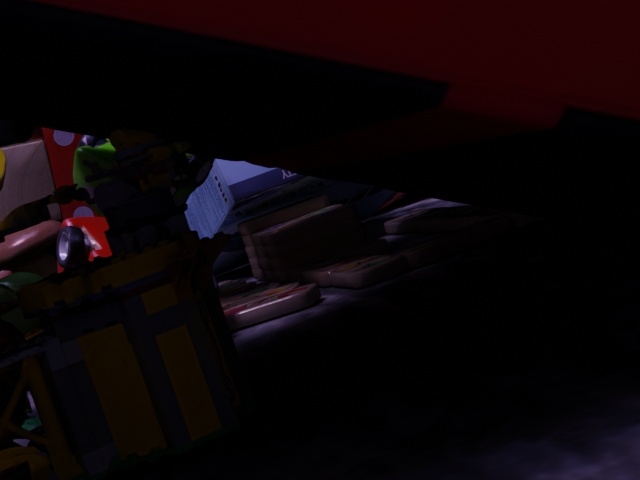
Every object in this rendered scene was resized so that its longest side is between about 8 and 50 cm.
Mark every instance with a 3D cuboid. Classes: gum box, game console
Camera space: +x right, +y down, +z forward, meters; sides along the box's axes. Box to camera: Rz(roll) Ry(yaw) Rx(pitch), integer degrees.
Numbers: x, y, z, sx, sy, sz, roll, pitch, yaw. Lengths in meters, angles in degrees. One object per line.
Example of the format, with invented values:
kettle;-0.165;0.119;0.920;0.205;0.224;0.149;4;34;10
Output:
gum box;-0.015;-0.036;1.069;0.157;0.041;0.184;-20;-11;-20
game console;0.002;-0.059;0.532;0.342;0.060;0.386;9;0;-11

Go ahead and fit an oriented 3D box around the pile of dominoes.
pile of dominoes;0.000;0.000;0.881;0.196;0.040;0.251;-20;4;-14

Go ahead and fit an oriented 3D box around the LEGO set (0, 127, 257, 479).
LEGO set;-0.192;0.010;0.566;0.255;0.192;0.331;-21;5;-23

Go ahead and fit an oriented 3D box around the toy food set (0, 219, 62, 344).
toy food set;-0.189;0.039;0.884;0.128;0.071;0.218;-22;7;40

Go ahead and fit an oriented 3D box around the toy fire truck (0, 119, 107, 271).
toy fire truck;-0.139;-0.048;1.183;0.246;0.159;0.217;-14;8;-10

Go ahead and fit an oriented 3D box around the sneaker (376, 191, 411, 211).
sneaker;0.124;-0.109;1.212;0.313;0.116;0.136;-17;3;23

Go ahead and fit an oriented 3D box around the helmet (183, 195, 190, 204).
helmet;-0.116;-0.068;1.395;0.169;0.162;0.169;-19;4;2

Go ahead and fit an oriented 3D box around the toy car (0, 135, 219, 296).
toy car;-0.127;-0.017;0.848;0.239;0.053;0.225;27;23;15
